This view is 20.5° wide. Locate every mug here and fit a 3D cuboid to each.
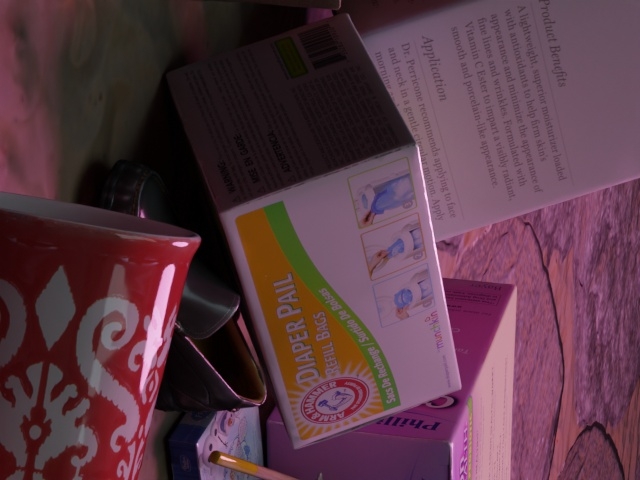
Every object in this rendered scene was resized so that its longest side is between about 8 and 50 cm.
[{"bbox_3d":[-0.135,0.067,0.690,0.113,0.150,0.169,-158,-102,-72],"label":"mug"}]

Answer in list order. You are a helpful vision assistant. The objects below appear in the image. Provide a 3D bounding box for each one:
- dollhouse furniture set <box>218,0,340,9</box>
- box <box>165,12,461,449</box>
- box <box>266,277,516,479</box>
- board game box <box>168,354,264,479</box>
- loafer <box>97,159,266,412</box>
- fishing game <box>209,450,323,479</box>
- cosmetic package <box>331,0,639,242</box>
[{"bbox_3d":[0.024,-0.272,0.933,0.262,0.135,0.259,-55,147,-54],"label":"dollhouse furniture set"},{"bbox_3d":[0.000,0.000,0.950,0.203,0.103,0.114,76,-7,-48],"label":"box"},{"bbox_3d":[0.053,0.166,1.186,0.243,0.117,0.213,-57,149,-64],"label":"box"},{"bbox_3d":[-0.058,0.125,1.018,0.090,0.020,0.090,-56,148,-54],"label":"board game box"},{"bbox_3d":[-0.068,0.025,0.888,0.170,0.061,0.062,74,31,-48],"label":"loafer"},{"bbox_3d":[-0.076,0.246,0.976,0.189,0.041,0.264,23,81,-60],"label":"fishing game"},{"bbox_3d":[0.109,-0.118,1.048,0.151,0.184,0.151,-105,178,-56],"label":"cosmetic package"}]
